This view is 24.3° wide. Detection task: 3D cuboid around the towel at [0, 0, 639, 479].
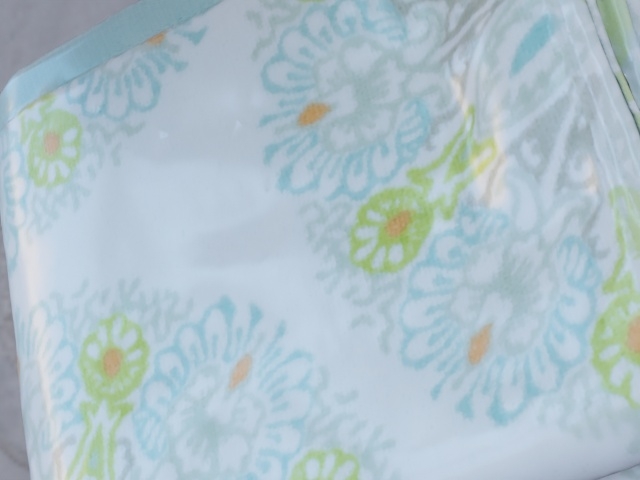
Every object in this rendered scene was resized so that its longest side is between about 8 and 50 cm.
[{"bbox_3d":[0.000,0.000,0.711,0.374,0.090,0.320,-24,60,25],"label":"towel"}]
